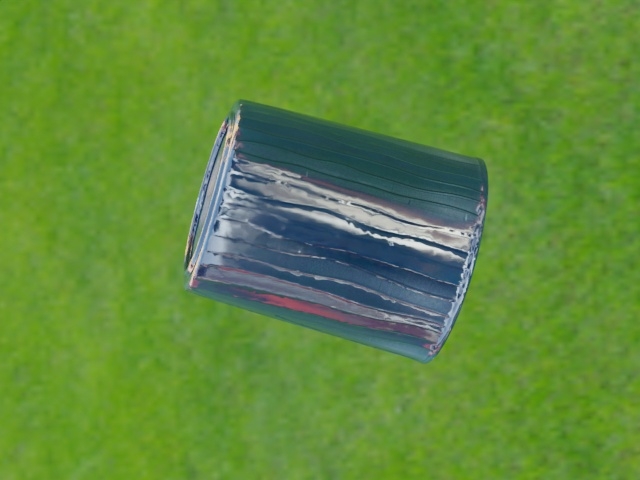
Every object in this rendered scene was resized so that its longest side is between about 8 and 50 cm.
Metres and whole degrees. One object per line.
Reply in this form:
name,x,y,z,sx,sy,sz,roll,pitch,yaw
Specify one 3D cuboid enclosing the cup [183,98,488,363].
cup,0.000,0.006,0.937,0.113,0.138,0.150,-85,13,-50
